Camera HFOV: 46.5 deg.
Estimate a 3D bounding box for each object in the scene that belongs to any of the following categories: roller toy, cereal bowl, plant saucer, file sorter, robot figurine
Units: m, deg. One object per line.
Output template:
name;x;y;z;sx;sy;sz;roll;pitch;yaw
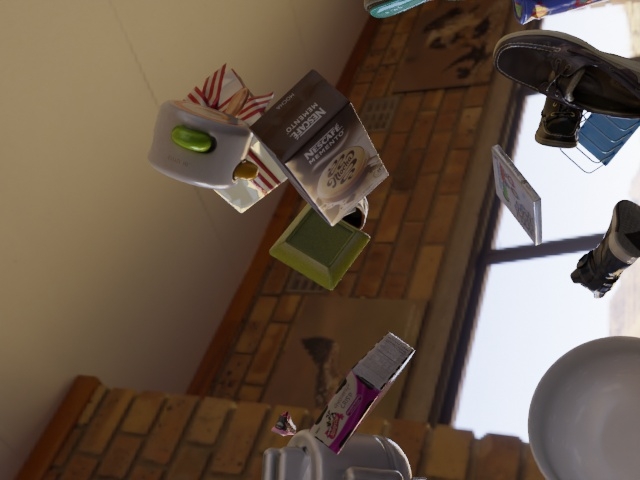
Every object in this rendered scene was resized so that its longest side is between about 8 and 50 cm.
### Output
roller toy;-0.240;-0.186;1.489;0.209;0.191;0.146;4;-69;-44
cereal bowl;0.568;0.357;1.377;0.141;0.339;0.339;41;-126;-43
plant saucer;-0.180;-0.292;1.593;0.013;0.083;0.083;30;-121;-25
plant saucer;0.000;0.000;1.828;0.188;0.188;0.045;-52;-16;-28
file sorter;0.711;-0.272;1.901;0.104;0.118;0.170;-28;-24;-34
robot figurine;0.050;0.515;1.604;0.353;0.300;0.200;12;-108;-27

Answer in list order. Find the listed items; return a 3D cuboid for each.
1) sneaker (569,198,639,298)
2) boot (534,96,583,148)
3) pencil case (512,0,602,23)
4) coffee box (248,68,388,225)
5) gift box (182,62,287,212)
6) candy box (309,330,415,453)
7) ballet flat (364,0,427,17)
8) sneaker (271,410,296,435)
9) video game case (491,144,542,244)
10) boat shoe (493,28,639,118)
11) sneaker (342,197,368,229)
sneaker;0.584;0.020;1.503;0.226;0.086;0.163;-44;-16;-48
boot;0.485;-0.290;1.476;0.236;0.085;0.179;-51;-32;-58
pencil case;0.579;-0.593;1.699;0.119;0.306;0.133;70;-174;-57
coffee box;0.006;-0.172;1.464;0.168;0.119;0.297;-43;-29;-1
gift box;-0.213;-0.276;1.902;0.276;0.255;0.258;-42;-37;5
candy box;0.084;0.283;1.417;0.159;0.071;0.233;-59;-14;20
ballet flat;0.153;-0.364;1.031;0.072;0.213;0.068;9;-99;-55
sneaker;-0.086;0.465;1.900;0.119;0.047;0.057;43;-119;-74
video game case;0.364;-0.083;1.376;0.143;0.019;0.157;62;179;34
boat shoe;0.425;-0.275;1.247;0.092;0.285;0.103;-56;-16;-48
sneaker;0.052;-0.141;2.050;0.290;0.106;0.123;51;-151;-34
